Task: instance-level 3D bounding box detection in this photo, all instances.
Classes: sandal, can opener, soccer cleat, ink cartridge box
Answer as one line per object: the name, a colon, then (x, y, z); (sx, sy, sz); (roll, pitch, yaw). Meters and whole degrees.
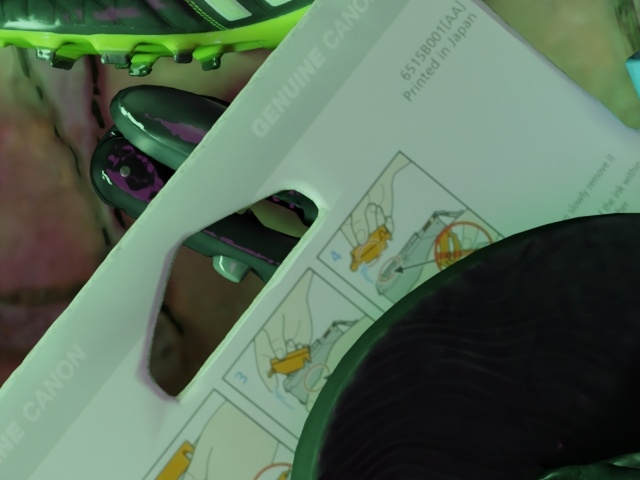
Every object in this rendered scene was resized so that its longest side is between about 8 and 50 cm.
sandal: (0.214, 0.090, 0.530); (0.446, 0.107, 0.167); (11, 82, -13)
can opener: (0.000, 0.000, 0.628); (0.186, 0.073, 0.059); (28, 93, -8)
soccer cleat: (-0.035, -0.102, 0.617); (0.179, 0.060, 0.072); (-6, 89, 1)
ink cartridge box: (0.029, 0.070, 0.576); (0.239, 0.060, 0.275); (39, 77, -4)

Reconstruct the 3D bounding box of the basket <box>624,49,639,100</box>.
basket: (0.248, -0.099, 0.483); (0.289, 0.255, 0.201); (-20, 99, -2)
